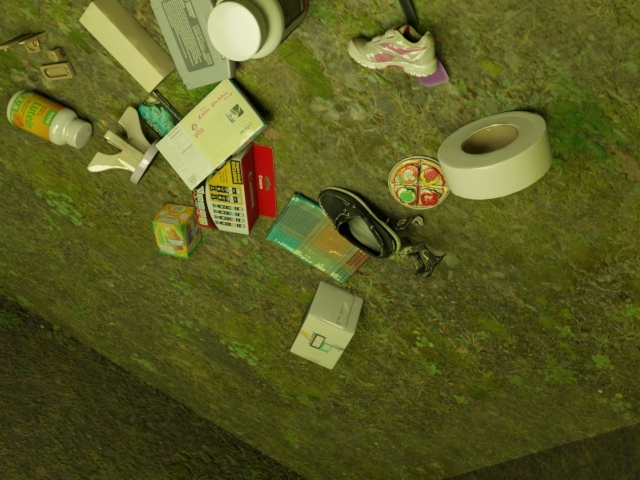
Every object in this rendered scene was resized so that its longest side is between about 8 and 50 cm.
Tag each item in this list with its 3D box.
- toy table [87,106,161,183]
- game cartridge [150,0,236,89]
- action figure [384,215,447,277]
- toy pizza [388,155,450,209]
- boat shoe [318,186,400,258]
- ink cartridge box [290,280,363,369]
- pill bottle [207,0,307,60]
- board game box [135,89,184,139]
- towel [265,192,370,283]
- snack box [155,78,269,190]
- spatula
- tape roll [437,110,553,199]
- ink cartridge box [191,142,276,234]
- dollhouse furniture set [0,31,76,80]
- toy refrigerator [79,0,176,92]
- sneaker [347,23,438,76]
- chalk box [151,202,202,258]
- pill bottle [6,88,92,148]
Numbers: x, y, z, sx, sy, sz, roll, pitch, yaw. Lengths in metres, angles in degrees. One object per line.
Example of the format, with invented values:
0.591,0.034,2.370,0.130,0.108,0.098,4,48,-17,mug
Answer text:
-0.645,-0.302,1.655,0.160,0.252,0.274,34,162,-20,toy table
-0.361,-0.604,1.416,0.197,0.062,0.298,-7,118,20,game cartridge
0.290,0.003,1.678,0.275,0.140,0.164,41,144,18,action figure
0.317,-0.179,1.580,0.201,0.032,0.202,9,131,11,toy pizza
0.105,-0.053,1.630,0.340,0.113,0.127,44,131,14,boat shoe
0.026,0.347,2.008,0.197,0.198,0.270,24,131,-1,ink cartridge box
-0.156,-0.564,1.223,0.176,0.319,0.177,9,130,11,pill bottle
-0.531,-0.408,1.677,0.126,0.026,0.186,-29,115,35,board game box
0.000,0.000,1.833,0.370,0.040,0.271,31,132,-9,towel
-0.342,-0.330,1.541,0.321,0.060,0.187,-38,90,14,snack box
0.255,-0.541,1.297,0.084,0.030,0.297,-5,127,38,spatula
0.467,-0.233,1.317,0.285,0.286,0.100,-12,123,27,tape roll
-0.305,-0.186,1.718,0.271,0.130,0.310,9,130,11,ink cartridge box
-0.924,-0.583,1.597,0.143,0.123,0.151,1,129,18,dollhouse furniture set
-0.579,-0.593,1.487,0.094,0.102,0.269,-28,116,35,toy refrigerator
0.192,-0.513,1.281,0.252,0.103,0.111,16,135,18,sneaker
-0.562,-0.021,1.941,0.132,0.132,0.213,9,131,12,chalk box
-0.951,-0.422,1.732,0.245,0.136,0.136,24,132,-2,pill bottle
